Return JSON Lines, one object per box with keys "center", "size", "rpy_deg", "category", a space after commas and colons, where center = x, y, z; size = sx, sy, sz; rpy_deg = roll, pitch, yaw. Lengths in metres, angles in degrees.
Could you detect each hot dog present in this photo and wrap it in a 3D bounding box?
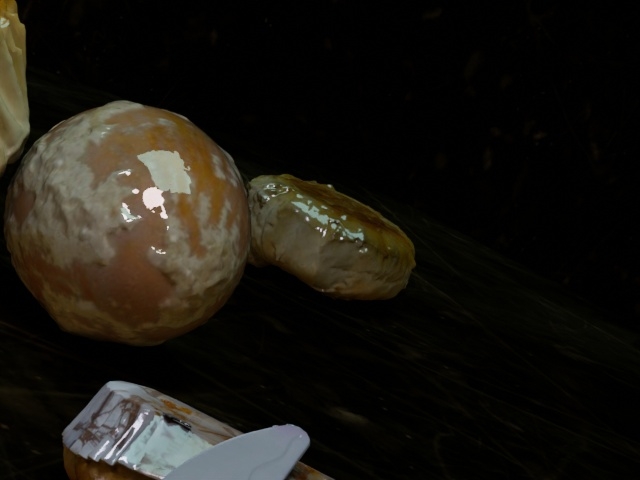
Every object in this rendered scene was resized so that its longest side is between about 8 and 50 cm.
{"center": [-0.025, 0.152, 0.640], "size": [0.253, 0.069, 0.131], "rpy_deg": [26, -1, 4], "category": "hot dog"}

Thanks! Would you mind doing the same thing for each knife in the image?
{"center": [-0.060, 0.135, 0.522], "size": [0.058, 0.032, 0.244], "rpy_deg": [20, 25, 7], "category": "knife"}

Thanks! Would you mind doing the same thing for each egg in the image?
{"center": [-0.148, -0.011, 0.936], "size": [0.195, 0.194, 0.233], "rpy_deg": [17, 5, -37], "category": "egg"}

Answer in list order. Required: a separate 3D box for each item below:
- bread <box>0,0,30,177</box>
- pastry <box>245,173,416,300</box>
{"center": [-0.356, -0.145, 0.983], "size": [0.389, 0.236, 0.183], "rpy_deg": [23, -38, 55], "category": "bread"}
{"center": [0.005, 0.003, 1.562], "size": [0.257, 0.120, 0.236], "rpy_deg": [23, 11, -17], "category": "pastry"}
